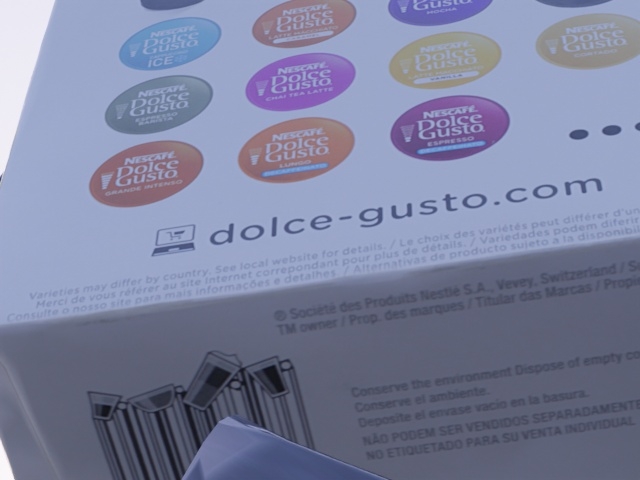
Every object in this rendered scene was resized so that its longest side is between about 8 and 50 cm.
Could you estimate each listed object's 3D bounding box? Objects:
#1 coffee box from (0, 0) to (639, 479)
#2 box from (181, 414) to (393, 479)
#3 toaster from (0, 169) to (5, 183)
[{"bbox_3d":[0.050,0.052,0.928,0.338,0.334,0.338,-7,-56,7],"label":"coffee box"},{"bbox_3d":[0.165,0.206,0.409,0.395,0.318,0.097,46,-113,-41],"label":"box"},{"bbox_3d":[-0.188,-0.036,1.536,0.185,0.110,0.168,-55,-13,-13],"label":"toaster"}]
